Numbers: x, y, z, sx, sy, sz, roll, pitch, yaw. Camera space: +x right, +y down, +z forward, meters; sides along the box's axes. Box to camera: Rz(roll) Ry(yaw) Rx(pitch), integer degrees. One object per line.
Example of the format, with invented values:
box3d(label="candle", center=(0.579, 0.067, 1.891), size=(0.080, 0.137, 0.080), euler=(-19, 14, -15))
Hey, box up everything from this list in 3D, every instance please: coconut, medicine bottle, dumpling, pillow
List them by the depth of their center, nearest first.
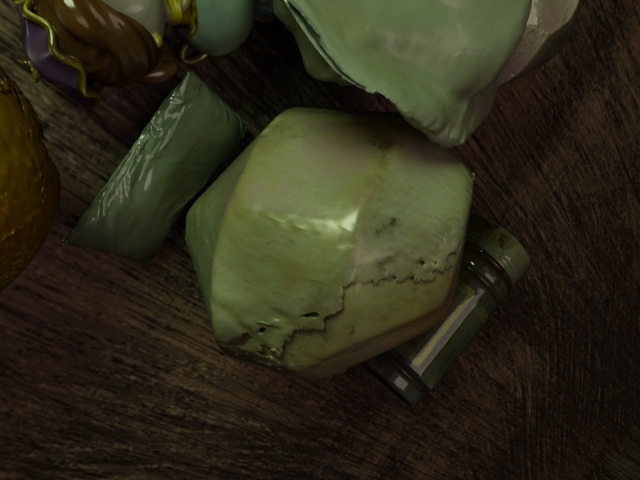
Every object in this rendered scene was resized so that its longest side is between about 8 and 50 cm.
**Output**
box3d(label="dumpling", center=(0.055, -0.254, 0.496), size=(0.395, 0.233, 0.316), euler=(50, 38, -18))
box3d(label="pillow", center=(-0.180, -0.074, 0.623), size=(0.230, 0.050, 0.148), euler=(-57, 156, -2))
box3d(label="coconut", center=(0.000, 0.000, 0.641), size=(0.352, 0.352, 0.353), euler=(-13, 115, -31))
box3d(label="coconut", center=(0.230, -0.313, 0.720), size=(0.230, 0.227, 0.227), euler=(33, 87, -9))
box3d(label="medicine bottle", center=(0.207, 0.118, 0.931), size=(0.322, 0.151, 0.151), euler=(-48, 128, -10))

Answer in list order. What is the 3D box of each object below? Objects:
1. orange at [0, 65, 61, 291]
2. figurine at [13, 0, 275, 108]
box3d(label="orange", center=(-0.348, -0.047, 0.401), size=(0.274, 0.274, 0.275), euler=(-13, 115, -31))
box3d(label="figurine", center=(-0.173, -0.232, 0.533), size=(0.263, 0.142, 0.190), euler=(-32, 156, -25))
